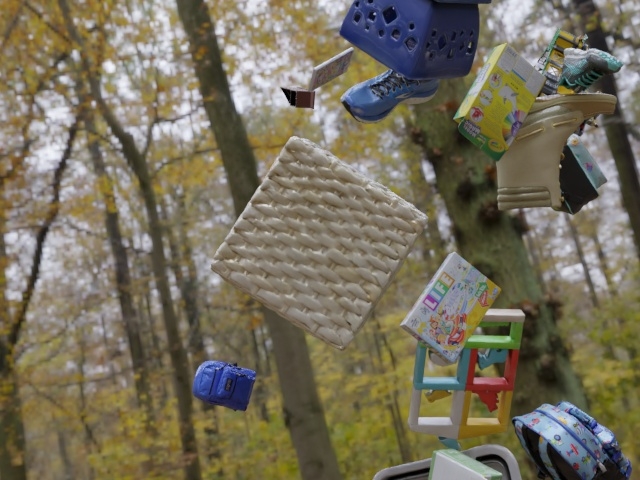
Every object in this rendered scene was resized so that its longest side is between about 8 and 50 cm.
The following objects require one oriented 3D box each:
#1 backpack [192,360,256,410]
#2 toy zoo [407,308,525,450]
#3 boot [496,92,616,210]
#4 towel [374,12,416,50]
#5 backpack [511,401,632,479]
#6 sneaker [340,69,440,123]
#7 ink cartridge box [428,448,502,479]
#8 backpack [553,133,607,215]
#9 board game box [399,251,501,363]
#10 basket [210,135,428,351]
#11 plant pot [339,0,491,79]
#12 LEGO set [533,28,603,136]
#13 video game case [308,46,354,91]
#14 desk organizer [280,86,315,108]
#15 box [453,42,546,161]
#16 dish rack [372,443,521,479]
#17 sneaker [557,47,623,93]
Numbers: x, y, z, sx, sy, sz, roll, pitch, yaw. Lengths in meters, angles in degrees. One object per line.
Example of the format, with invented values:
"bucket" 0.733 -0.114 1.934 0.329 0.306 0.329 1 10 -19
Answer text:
"backpack" -0.204 0.302 2.020 0.120 0.098 0.101 19 -18 -17
"toy zoo" 0.270 0.266 1.794 0.192 0.293 0.030 1 21 -7
"boot" 0.430 -0.163 1.743 0.262 0.203 0.095 -11 5 -18
"towel" 0.212 -0.602 2.613 0.243 0.040 0.336 18 -16 0
"backpack" 0.393 0.325 1.512 0.117 0.173 0.158 -43 29 -8
"sneaker" 0.196 -0.426 2.567 0.330 0.129 0.147 -27 -21 -28
"ink cartridge box" 0.262 0.461 1.549 0.056 0.171 0.235 6 7 -37
"backpack" 0.543 -0.149 2.145 0.144 0.166 0.188 -37 3 -8
"board game box" 0.215 0.110 1.564 0.154 0.103 0.026 -53 4 -18
"basket" 0.000 0.000 1.874 0.328 0.331 0.266 -57 -4 1
"plant pot" 0.219 -0.498 2.081 0.236 0.236 0.212 -12 -47 -47
"LEGO set" 0.602 -0.343 2.380 0.192 0.255 0.331 26 -40 -1
"video game case" 0.025 -0.413 2.302 0.122 0.011 0.087 -34 -17 -25
"desk organizer" -0.060 -0.365 2.427 0.050 0.047 0.130 -1 13 -22
"box" 0.302 -0.231 1.619 0.105 0.179 0.043 36 -16 -20
"dish rack" 0.267 0.564 1.859 0.333 0.285 0.072 -21 -19 29
"sneaker" 0.472 -0.294 1.676 0.065 0.076 0.166 20 6 -14
